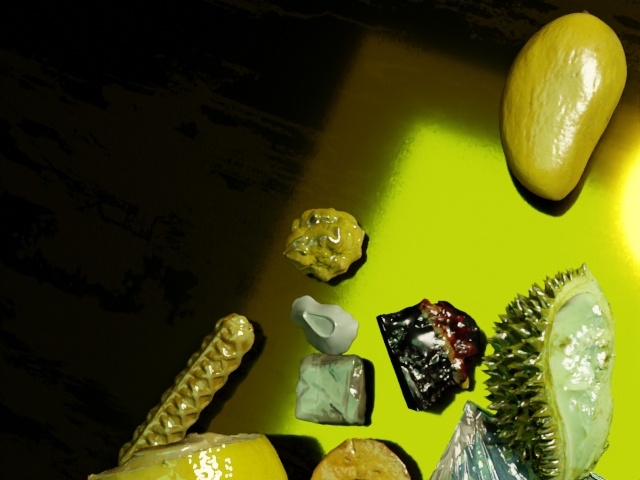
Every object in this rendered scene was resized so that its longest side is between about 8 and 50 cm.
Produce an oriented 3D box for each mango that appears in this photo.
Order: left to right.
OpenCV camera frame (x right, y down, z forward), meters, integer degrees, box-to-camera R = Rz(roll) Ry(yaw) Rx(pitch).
[{"bbox_3d":[0.413,-0.245,1.682,0.195,0.142,0.331,26,88,23],"label":"mango"}]

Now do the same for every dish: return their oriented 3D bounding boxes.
[{"bbox_3d":[-0.001,0.151,1.758,0.137,0.039,0.091,35,89,17],"label":"dish"}]

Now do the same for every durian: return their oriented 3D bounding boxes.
[{"bbox_3d":[0.388,0.232,1.622,0.198,0.163,0.394,6,77,-25],"label":"durian"}]

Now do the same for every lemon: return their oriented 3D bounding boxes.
[{"bbox_3d":[-0.204,0.496,1.585,0.364,0.364,0.364,-3,78,14],"label":"lemon"}]

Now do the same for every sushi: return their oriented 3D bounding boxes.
[{"bbox_3d":[0.196,0.183,1.641,0.151,0.153,0.172,-21,83,-4],"label":"sushi"}]

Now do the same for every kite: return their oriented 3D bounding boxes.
[{"bbox_3d":[0.299,0.441,1.599,0.406,0.014,0.368,-15,64,-1],"label":"kite"}]

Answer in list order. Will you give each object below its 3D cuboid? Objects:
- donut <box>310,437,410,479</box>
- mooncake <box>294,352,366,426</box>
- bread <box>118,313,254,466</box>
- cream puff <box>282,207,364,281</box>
[{"bbox_3d":[0.073,0.436,1.663,0.174,0.074,0.190,33,92,17],"label":"donut"},{"bbox_3d":[0.023,0.266,1.710,0.125,0.073,0.129,3,81,12],"label":"mooncake"},{"bbox_3d":[-0.248,0.290,1.774,0.077,0.084,0.367,39,88,-21],"label":"bread"},{"bbox_3d":[0.000,0.000,1.752,0.146,0.116,0.146,-4,77,18],"label":"cream puff"}]
